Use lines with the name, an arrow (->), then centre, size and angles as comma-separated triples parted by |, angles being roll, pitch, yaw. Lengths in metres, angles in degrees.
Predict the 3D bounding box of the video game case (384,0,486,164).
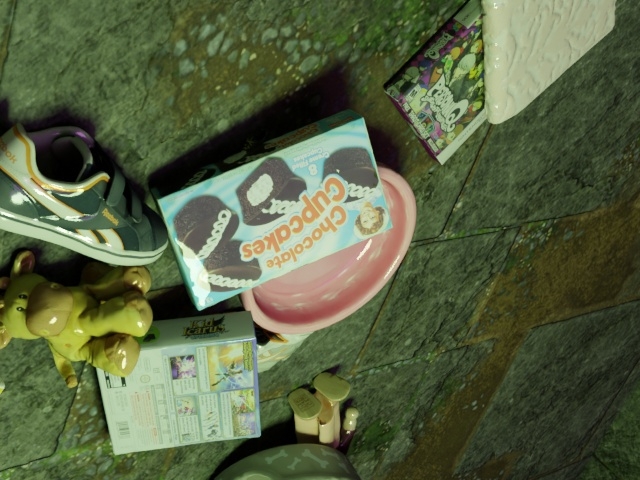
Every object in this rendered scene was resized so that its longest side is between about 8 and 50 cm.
video game case -> 0.224, -0.257, 1.951 | 0.210, 0.042, 0.232 | -46, 146, -2

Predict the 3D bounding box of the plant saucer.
plant saucer -> 0.000, 0.000, 1.925 | 0.332, 0.084, 0.332 | -22, 136, -23

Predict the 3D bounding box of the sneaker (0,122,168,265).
sneaker -> -0.295, -0.058, 1.527 | 0.127, 0.126, 0.321 | -50, 145, 17

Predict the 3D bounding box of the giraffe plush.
giraffe plush -> -0.357, 0.095, 1.626 | 0.210, 0.181, 0.170 | -23, 147, 32

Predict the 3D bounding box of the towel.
towel -> 0.369, -0.391, 1.912 | 0.317, 0.053, 0.331 | -41, 145, -22

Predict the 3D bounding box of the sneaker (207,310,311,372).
sneaker -> -0.124, 0.185, 2.003 | 0.262, 0.099, 0.121 | -8, 136, -41

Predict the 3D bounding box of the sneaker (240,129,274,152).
sneaker -> -0.104, -0.134, 1.745 | 0.083, 0.031, 0.035 | -38, 133, -19

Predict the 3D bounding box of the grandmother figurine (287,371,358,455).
grandmother figurine -> -0.001, 0.415, 2.377 | 0.208, 0.104, 0.342 | -24, 139, -15

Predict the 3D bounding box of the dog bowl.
dog bowl -> -0.073, 0.523, 2.317 | 0.349, 0.102, 0.348 | -11, 138, -10

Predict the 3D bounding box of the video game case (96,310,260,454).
video game case -> -0.221, 0.228, 1.881 | 0.244, 0.061, 0.269 | -5, 137, -6

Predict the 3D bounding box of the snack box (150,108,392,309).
snack box -> -0.066, -0.046, 1.734 | 0.322, 0.060, 0.187 | -23, 117, -13

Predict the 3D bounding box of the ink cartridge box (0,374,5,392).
ink cartridge box -> -0.616, 0.261, 1.529 | 0.304, 0.072, 0.307 | 24, 103, -47
